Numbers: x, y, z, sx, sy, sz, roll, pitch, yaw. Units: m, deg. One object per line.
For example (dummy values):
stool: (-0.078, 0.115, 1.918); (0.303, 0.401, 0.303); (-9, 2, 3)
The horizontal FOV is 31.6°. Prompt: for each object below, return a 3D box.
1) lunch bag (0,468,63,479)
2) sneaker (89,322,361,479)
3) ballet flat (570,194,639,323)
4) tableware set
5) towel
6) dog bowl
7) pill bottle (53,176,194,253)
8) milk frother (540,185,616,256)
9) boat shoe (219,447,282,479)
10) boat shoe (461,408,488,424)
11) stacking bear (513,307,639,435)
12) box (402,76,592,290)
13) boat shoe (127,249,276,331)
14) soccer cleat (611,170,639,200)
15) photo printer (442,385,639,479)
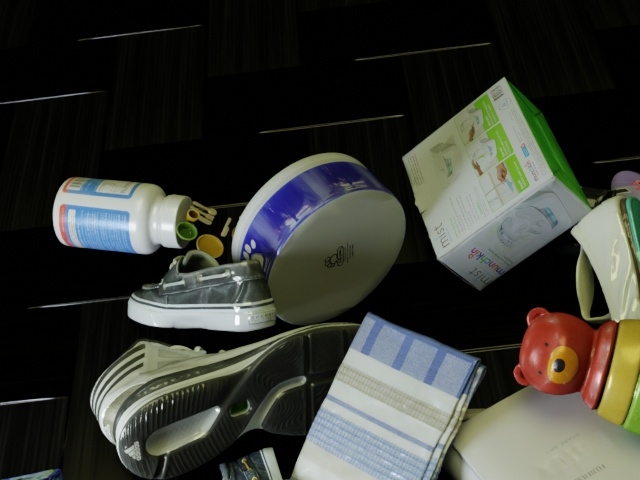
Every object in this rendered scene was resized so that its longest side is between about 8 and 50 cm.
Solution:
lunch bag: (-0.428, 0.382, 1.573); (0.129, 0.096, 0.151); (-11, 30, 1)
sneaker: (-0.128, 0.183, 1.671); (0.448, 0.169, 0.257); (-14, 24, -27)
ballet flat: (0.455, 0.124, 1.661); (0.139, 0.139, 0.400); (-8, 61, 1)
tableware set: (-0.165, -0.008, 1.922); (0.154, 0.024, 0.104); (28, 47, -7)
towel: (0.088, 0.260, 1.548); (0.209, 0.034, 0.285); (21, 83, 35)
dog bowl: (0.000, 0.000, 1.766); (0.265, 0.264, 0.104); (-29, 49, -19)
pill bottle: (-0.338, -0.040, 1.962); (0.222, 0.124, 0.124); (7, 46, 15)
milk frother: (0.408, -0.057, 1.848); (0.135, 0.143, 0.129); (10, 53, 17)
boat shoe: (-0.083, 0.368, 1.552); (0.083, 0.065, 0.183); (-17, 37, -8)
boat shoe: (0.160, 0.285, 1.612); (0.206, 0.075, 0.064); (-12, 87, -11)
stacking bear: (0.399, 0.171, 1.457); (0.289, 0.175, 0.164); (15, 16, 11)
box: (0.278, -0.094, 1.845); (0.231, 0.127, 0.262); (-39, 40, 21)
boat shoe: (-0.183, 0.073, 1.746); (0.121, 0.119, 0.335); (-5, 2, -44)
soccer cleat: (0.547, -0.046, 1.849); (0.083, 0.095, 0.248); (-12, 44, -3)
photo printer: (0.342, 0.328, 1.490); (0.256, 0.107, 0.307); (-25, 46, -16)
